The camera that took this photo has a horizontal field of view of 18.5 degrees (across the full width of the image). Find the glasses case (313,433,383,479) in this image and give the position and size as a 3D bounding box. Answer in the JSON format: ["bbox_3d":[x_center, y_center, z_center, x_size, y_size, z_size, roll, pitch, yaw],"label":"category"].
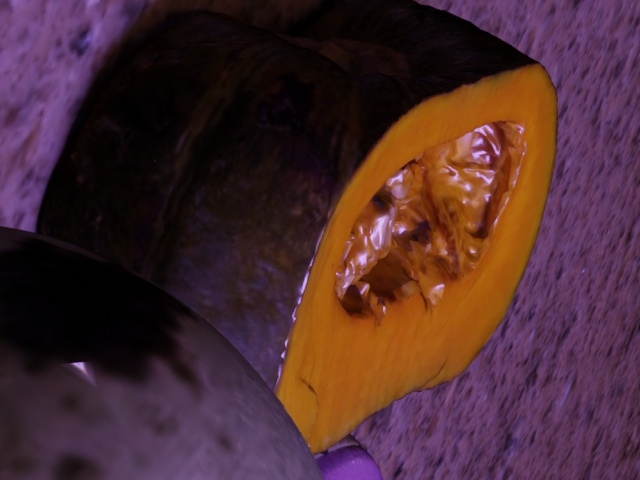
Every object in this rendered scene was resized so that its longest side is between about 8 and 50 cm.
[{"bbox_3d":[-0.097,0.206,0.969,0.316,0.076,0.123,-36,155,-14],"label":"glasses case"}]

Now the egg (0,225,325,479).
[{"bbox_3d":[-0.131,0.161,0.665,0.287,0.288,0.379,-46,165,-35],"label":"egg"}]

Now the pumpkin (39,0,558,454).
[{"bbox_3d":[0.000,0.000,0.969,0.317,0.139,0.221,-25,133,-60],"label":"pumpkin"}]
